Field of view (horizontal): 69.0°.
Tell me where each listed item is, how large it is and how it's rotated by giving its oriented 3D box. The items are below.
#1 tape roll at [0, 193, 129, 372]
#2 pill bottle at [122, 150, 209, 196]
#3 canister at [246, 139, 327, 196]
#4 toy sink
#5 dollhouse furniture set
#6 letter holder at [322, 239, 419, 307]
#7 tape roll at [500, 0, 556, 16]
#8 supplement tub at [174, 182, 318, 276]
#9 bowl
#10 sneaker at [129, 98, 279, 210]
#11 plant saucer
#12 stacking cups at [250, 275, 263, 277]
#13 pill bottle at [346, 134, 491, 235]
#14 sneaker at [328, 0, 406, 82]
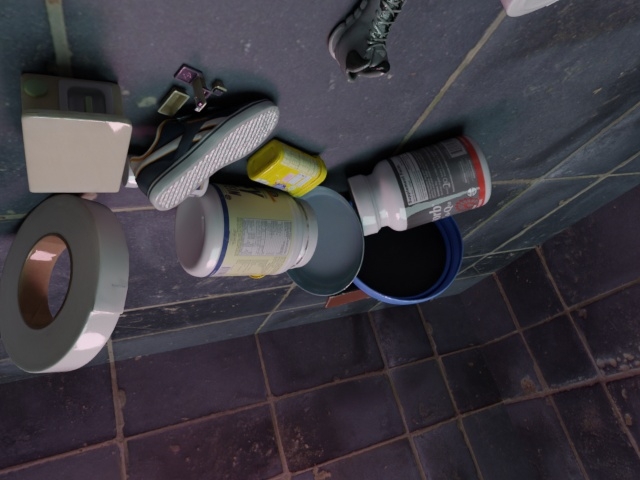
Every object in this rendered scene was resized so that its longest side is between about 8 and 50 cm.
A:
[{"bbox_3d":[-0.573,0.092,1.023,0.391,0.393,0.072,-27,156,24],"label":"tape roll"},{"bbox_3d":[-0.340,-0.146,1.020,0.169,0.094,0.094,0,153,-37],"label":"pill bottle"},{"bbox_3d":[-0.084,-0.179,1.164,0.126,0.074,0.169,-31,153,31],"label":"canister"},{"bbox_3d":[-0.423,-0.193,0.800,0.152,0.131,0.234,-4,160,-30],"label":"toy sink"},{"bbox_3d":[-0.240,-0.246,0.870,0.114,0.081,0.090,-32,154,34],"label":"dollhouse furniture set"},{"bbox_3d":[0.132,0.115,1.521,0.301,0.152,0.214,-14,157,-14],"label":"letter holder"},{"bbox_3d":[0.386,-0.454,0.673,0.286,0.100,0.286,-27,-178,1],"label":"tape roll"},{"bbox_3d":[-0.193,-0.025,1.230,0.324,0.236,0.235,1,152,-39],"label":"supplement tub"},{"bbox_3d":[0.236,0.009,1.422,0.390,0.392,0.077,-12,158,-13],"label":"bowl"},{"bbox_3d":[-0.235,-0.206,0.934,0.321,0.127,0.126,-40,165,-17],"label":"sneaker"},{"bbox_3d":[0.000,0.000,1.346,0.317,0.318,0.043,-34,166,35],"label":"plant saucer"},{"bbox_3d":[-0.237,0.031,1.532,0.095,0.096,0.316,-16,157,-2],"label":"stacking cups"},{"bbox_3d":[0.270,-0.148,1.316,0.362,0.211,0.210,-17,158,1],"label":"pill bottle"},{"bbox_3d":[0.110,-0.359,0.793,0.086,0.132,0.228,0,153,-37],"label":"sneaker"}]
